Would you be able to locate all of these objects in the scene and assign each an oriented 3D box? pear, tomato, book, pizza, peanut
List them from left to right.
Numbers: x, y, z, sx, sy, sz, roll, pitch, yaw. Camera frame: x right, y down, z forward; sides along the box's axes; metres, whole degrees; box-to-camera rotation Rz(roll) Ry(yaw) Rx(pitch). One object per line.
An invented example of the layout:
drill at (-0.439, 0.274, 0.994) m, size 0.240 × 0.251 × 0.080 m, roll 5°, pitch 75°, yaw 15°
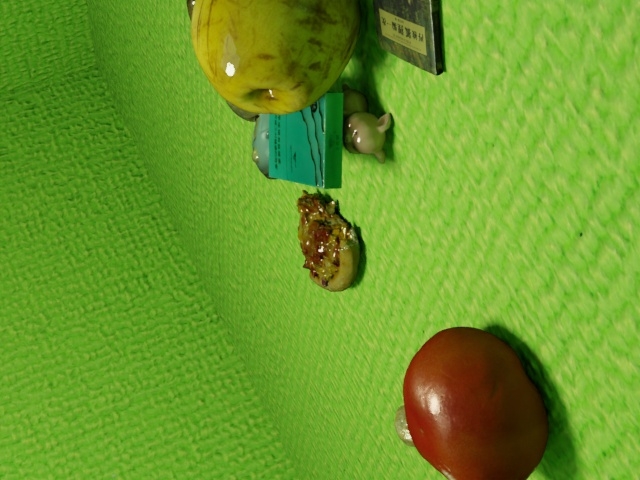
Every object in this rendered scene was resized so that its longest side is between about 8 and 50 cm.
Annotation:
pear at (-0.071, -0.337, 1.534) m, size 0.281 × 0.280 × 0.281 m, roll 56°, pitch 158°, yaw 37°
pizza at (0.000, 0.000, 2.026) m, size 0.289 × 0.081 × 0.229 m, roll 131°, pitch 117°, yaw -72°
book at (0.118, -0.362, 1.368) m, size 0.160 × 0.024 × 0.228 m, roll 43°, pitch 148°, yaw 50°
peanut at (0.193, 0.369, 1.866) m, size 0.174 × 0.080 × 0.080 m, roll 27°, pitch 135°, yaw 66°
tomato at (0.229, 0.262, 1.483) m, size 0.260 × 0.180 × 0.260 m, roll 52°, pitch 154°, yaw 39°

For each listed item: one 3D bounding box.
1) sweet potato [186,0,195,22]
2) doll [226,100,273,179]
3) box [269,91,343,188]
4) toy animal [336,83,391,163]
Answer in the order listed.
sweet potato at (-0.263, -0.478, 2.293) m, size 0.075 × 0.075 × 0.273 m, roll 46°, pitch 154°, yaw 51°
doll at (-0.091, -0.258, 1.880) m, size 0.261 × 0.161 × 0.177 m, roll 66°, pitch 164°, yaw 1°
box at (-0.029, -0.179, 1.684) m, size 0.226 × 0.042 × 0.161 m, roll 17°, pitch 110°, yaw 62°
toy animal at (0.065, -0.202, 1.633) m, size 0.150 × 0.089 × 0.083 m, roll 58°, pitch 180°, yaw 24°
